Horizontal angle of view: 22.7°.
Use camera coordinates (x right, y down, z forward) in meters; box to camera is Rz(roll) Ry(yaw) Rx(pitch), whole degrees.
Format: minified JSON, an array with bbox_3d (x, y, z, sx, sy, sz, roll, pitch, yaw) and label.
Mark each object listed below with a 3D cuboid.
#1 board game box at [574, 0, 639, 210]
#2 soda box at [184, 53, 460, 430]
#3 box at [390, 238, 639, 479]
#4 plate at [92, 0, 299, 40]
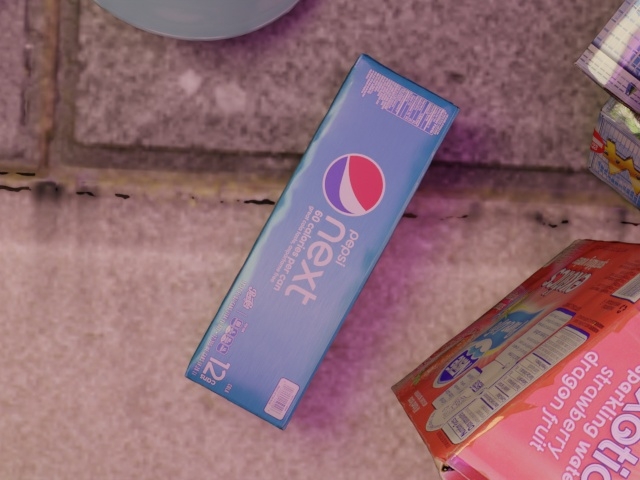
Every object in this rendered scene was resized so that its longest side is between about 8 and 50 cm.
[{"bbox_3d":[0.218,-0.105,0.893,0.060,0.194,0.194,42,104,21],"label":"board game box"},{"bbox_3d":[0.000,0.000,0.929,0.067,0.071,0.210,29,90,-3],"label":"soda box"},{"bbox_3d":[0.143,0.100,0.821,0.154,0.300,0.142,-38,92,-1],"label":"box"},{"bbox_3d":[-0.074,-0.208,0.917,0.188,0.024,0.188,3,80,-18],"label":"plate"}]
